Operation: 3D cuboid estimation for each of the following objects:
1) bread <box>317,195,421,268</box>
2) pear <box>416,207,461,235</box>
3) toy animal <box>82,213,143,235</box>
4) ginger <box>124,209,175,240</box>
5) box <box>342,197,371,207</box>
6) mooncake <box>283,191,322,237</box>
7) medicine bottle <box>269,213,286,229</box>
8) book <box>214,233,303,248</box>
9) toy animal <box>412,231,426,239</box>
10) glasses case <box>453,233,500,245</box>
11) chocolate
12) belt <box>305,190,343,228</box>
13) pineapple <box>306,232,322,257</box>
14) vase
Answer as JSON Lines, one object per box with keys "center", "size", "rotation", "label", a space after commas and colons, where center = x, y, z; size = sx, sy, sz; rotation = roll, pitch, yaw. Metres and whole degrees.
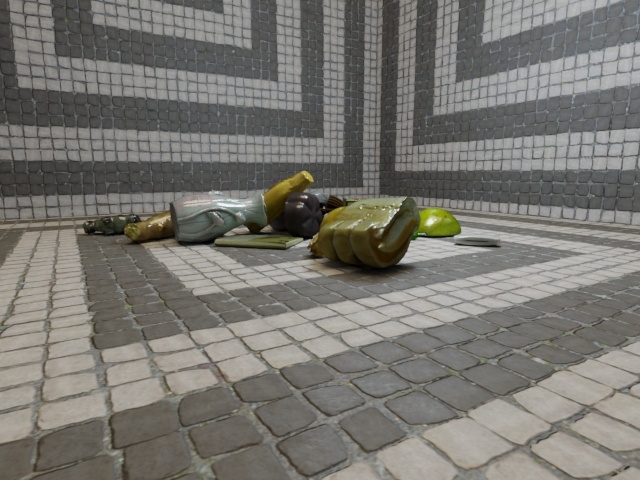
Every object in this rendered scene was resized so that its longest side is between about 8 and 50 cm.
{"center": [0.158, -0.016, 1.496], "size": [0.342, 0.210, 0.300], "rotation": [0, 30, 36], "label": "bread"}
{"center": [0.563, -0.088, 2.183], "size": [0.288, 0.139, 0.239], "rotation": [7, 20, 44], "label": "pear"}
{"center": [-1.137, -0.082, 2.238], "size": [0.344, 0.106, 0.168], "rotation": [-3, 10, 5], "label": "toy animal"}
{"center": [-0.831, -0.086, 2.085], "size": [0.236, 0.165, 0.376], "rotation": [17, 13, 39], "label": "ginger"}
{"center": [0.190, -0.116, 2.116], "size": [0.148, 0.194, 0.177], "rotation": [0, 9, -2], "label": "box"}
{"center": [-0.087, -0.128, 2.071], "size": [0.134, 0.244, 0.245], "rotation": [1, 9, 29], "label": "mooncake"}
{"center": [-0.201, -0.150, 2.467], "size": [0.151, 0.151, 0.322], "rotation": [2, 10, 12], "label": "medicine bottle"}
{"center": [-0.283, -0.001, 1.929], "size": [0.353, 0.035, 0.239], "rotation": [2, 8, 16], "label": "book"}
{"center": [0.407, -0.022, 2.031], "size": [0.217, 0.041, 0.075], "rotation": [-5, 11, -4], "label": "toy animal"}
{"center": [0.702, -0.003, 1.867], "size": [0.197, 0.049, 0.076], "rotation": [3, 10, 17], "label": "glasses case"}
{"center": [-0.224, -0.215, 2.215], "size": [0.445, 0.162, 0.162], "rotation": [-34, -2, 19], "label": "chocolate"}
{"center": [-0.008, -0.161, 2.313], "size": [0.339, 0.217, 0.122], "rotation": [7, 6, -28], "label": "belt"}
{"center": [0.000, 0.000, 1.636], "size": [0.069, 0.116, 0.137], "rotation": [40, 27, -16], "label": "pineapple"}
{"center": [-0.482, -0.124, 2.003], "size": [0.446, 0.249, 0.250], "rotation": [-11, 13, -24], "label": "vase"}
